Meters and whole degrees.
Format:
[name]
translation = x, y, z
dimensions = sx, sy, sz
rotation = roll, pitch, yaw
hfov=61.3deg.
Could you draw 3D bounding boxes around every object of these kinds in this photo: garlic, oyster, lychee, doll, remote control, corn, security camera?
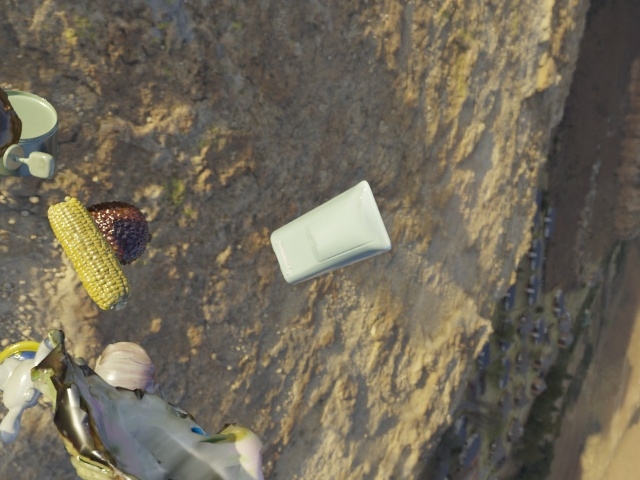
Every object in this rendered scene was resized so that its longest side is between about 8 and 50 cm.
[garlic]
translation = -0.526, 0.397, 1.462
dimensions = 0.207, 0.207, 0.256
rotation = -60, 145, -26
[oyster]
translation = -0.100, 0.171, 0.383
dimensions = 0.092, 0.198, 0.259
rotation = -49, 125, -8
[lychee]
translation = -0.725, -0.028, 1.884
dimensions = 0.271, 0.236, 0.235
rotation = 19, 82, -28
[doll]
translation = -0.829, 0.358, 1.511
dimensions = 0.160, 0.242, 0.311
rotation = 32, 102, -16
[remote control]
translation = 0.001, 0.000, 0.841
dimensions = 0.051, 0.293, 0.103
rotation = -18, 86, -33
[corn]
translation = -0.437, 0.029, 1.028
dimensions = 0.080, 0.080, 0.238
rotation = -36, 102, -45
[security camera]
translation = -0.570, -0.154, 1.072
dimensions = 0.058, 0.092, 0.058
rotation = 19, 90, -88

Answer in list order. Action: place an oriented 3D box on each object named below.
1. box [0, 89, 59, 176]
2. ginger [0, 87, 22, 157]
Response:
[box]
translation = -0.909, -0.321, 1.617
dimensions = 0.226, 0.226, 0.149
rotation = -38, 164, -43
[ginger]
translation = -0.829, -0.262, 1.248
dimensions = 0.200, 0.223, 0.269
rotation = 60, 29, -49
